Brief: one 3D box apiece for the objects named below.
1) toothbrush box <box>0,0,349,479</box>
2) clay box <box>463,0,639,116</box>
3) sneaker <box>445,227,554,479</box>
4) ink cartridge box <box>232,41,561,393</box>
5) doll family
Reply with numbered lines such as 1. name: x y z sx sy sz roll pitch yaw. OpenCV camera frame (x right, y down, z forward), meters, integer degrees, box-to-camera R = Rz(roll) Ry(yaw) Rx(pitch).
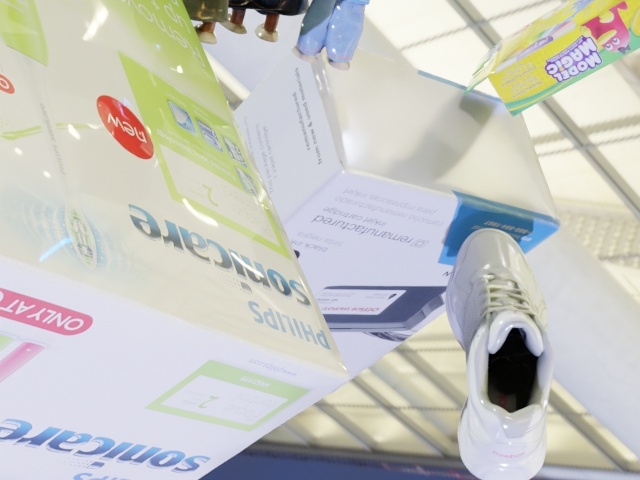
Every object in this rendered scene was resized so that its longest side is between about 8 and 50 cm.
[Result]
1. toothbrush box: -0.134 -0.048 0.456 0.122 0.206 0.283 -35 -123 19
2. clay box: 0.247 -0.195 1.039 0.222 0.053 0.127 -29 -165 30
3. sneaker: 0.157 0.075 0.902 0.090 0.115 0.232 -1 -125 -2
4. ink cartridge box: 0.000 0.000 1.136 0.395 0.285 0.166 -42 -130 40
5. doll family: -0.037 -0.170 0.638 0.076 0.193 0.111 53 -49 52
